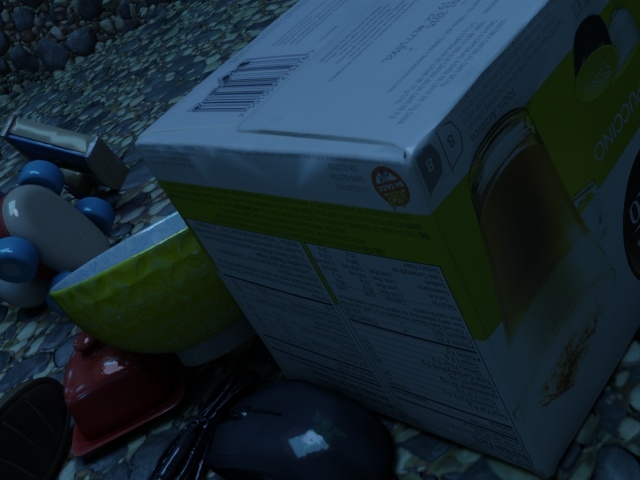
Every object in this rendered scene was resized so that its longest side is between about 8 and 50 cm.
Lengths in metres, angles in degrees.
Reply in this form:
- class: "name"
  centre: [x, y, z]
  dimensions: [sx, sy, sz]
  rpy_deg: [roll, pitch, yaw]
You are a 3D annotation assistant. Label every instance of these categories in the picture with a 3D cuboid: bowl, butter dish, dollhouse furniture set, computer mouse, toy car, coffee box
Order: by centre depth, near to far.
- class: "coffee box"
  centre: [0.107, -0.053, 0.741]
  dimensions: [0.338, 0.334, 0.338]
  rpy_deg: [10, 48, 47]
- class: "computer mouse"
  centre: [-0.054, 0.194, 0.778]
  dimensions: [0.272, 0.072, 0.188]
  rpy_deg: [-1, 40, 41]
- class: "bowl"
  centre: [-0.147, 0.052, 0.919]
  dimensions: [0.289, 0.156, 0.289]
  rpy_deg: [-27, 10, 5]
- class: "butter dish"
  centre: [-0.260, 0.158, 0.973]
  dimensions: [0.160, 0.118, 0.160]
  rpy_deg: [-28, 29, 5]
- class: "toy car"
  centre: [-0.494, 0.033, 1.315]
  dimensions: [0.238, 0.210, 0.219]
  rpy_deg: [-31, 39, 26]
- class: "dollhouse furniture set"
  centre: [-0.515, -0.034, 1.490]
  dimensions: [0.198, 0.286, 0.304]
  rpy_deg: [16, 73, 18]

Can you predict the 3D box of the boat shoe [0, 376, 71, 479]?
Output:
- class: "boat shoe"
  centre: [-0.400, 0.289, 0.902]
  dimensions: [0.104, 0.111, 0.307]
  rpy_deg: [-17, 34, 32]
